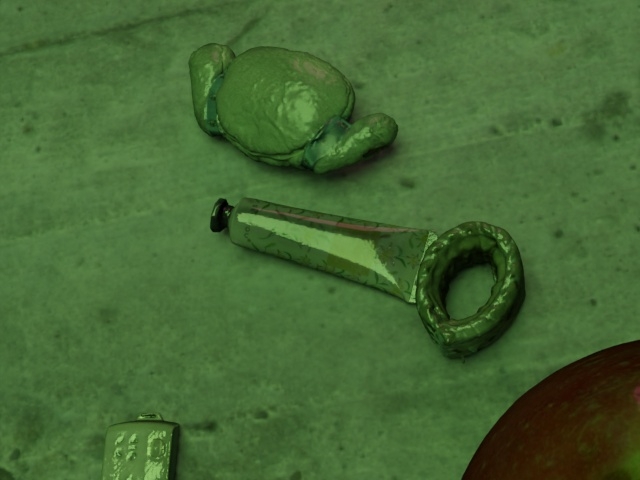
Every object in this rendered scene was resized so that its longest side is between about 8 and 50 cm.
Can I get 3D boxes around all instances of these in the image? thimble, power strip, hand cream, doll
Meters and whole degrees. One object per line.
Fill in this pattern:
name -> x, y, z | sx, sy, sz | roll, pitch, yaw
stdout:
thimble -> 0.122, 0.042, 1.308 | 0.084, 0.062, 0.110 | 15, 74, 17
power strip -> -0.155, 0.262, 1.311 | 0.060, 0.027, 0.253 | -2, 69, 13
hand cream -> 0.000, 0.000, 1.367 | 0.194, 0.042, 0.067 | 13, 72, 13
doll -> -0.034, -0.117, 1.401 | 0.214, 0.071, 0.103 | 23, 75, 24

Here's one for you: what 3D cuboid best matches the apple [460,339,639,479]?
apple -> 0.255, 0.229, 1.060 | 0.348, 0.348, 0.277 | 40, 101, 23
